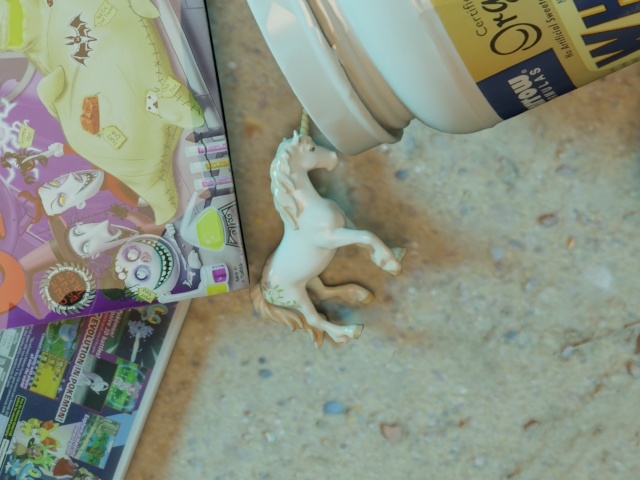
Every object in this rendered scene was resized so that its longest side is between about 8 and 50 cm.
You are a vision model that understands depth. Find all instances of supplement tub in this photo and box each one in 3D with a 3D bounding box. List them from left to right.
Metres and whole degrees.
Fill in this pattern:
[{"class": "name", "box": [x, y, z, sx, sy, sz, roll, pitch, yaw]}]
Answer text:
[{"class": "supplement tub", "box": [0.119, -0.197, 0.947, 0.316, 0.228, 0.228, -24, 106, 13]}]

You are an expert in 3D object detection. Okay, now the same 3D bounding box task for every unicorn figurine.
[{"class": "unicorn figurine", "box": [0.000, 0.000, 1.120, 0.111, 0.060, 0.162, 28, 110, -5]}]

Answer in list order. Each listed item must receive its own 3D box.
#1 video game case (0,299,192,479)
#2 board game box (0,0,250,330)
[{"class": "video game case", "box": [-0.206, 0.085, 1.191, 0.183, 0.023, 0.201, 21, 109, -2]}, {"class": "board game box", "box": [-0.172, -0.118, 1.076, 0.208, 0.056, 0.347, -9, 107, 0]}]
